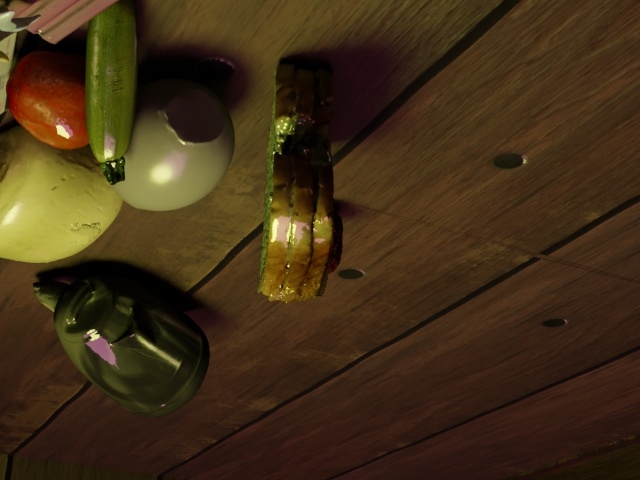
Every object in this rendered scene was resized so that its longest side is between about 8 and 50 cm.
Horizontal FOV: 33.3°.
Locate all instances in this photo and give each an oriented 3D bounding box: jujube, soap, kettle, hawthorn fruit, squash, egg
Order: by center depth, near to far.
[{"bbox_3d":[-0.294,-0.315,1.240,0.203,0.065,0.122,-21,145,38],"label":"soap"},{"bbox_3d":[-0.266,-0.197,1.359,0.066,0.066,0.252,4,112,-6],"label":"squash"},{"bbox_3d":[-0.351,-0.191,1.428,0.138,0.132,0.133,18,151,-11],"label":"hawthorn fruit"},{"bbox_3d":[-0.219,-0.129,1.494,0.176,0.176,0.232,19,152,-31],"label":"egg"},{"bbox_3d":[0.000,0.000,1.801,0.077,0.129,0.077,2,150,1],"label":"jujube"},{"bbox_3d":[-0.421,0.172,2.121,0.321,0.228,0.324,22,162,35],"label":"kettle"}]

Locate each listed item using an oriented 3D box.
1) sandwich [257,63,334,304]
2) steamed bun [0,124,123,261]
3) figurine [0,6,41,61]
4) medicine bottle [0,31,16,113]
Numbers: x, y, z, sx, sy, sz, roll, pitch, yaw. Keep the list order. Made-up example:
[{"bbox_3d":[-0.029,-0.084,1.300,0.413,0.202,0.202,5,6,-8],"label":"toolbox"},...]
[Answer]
[{"bbox_3d":[-0.029,-0.080,1.482,0.095,0.273,0.249,4,152,-5],"label":"sandwich"},{"bbox_3d":[-0.435,-0.054,1.655,0.273,0.166,0.232,-24,145,29],"label":"steamed bun"},{"bbox_3d":[-0.422,-0.212,1.217,0.209,0.183,0.128,-19,-173,8],"label":"figurine"},{"bbox_3d":[-0.482,-0.190,1.400,0.052,0.171,0.201,42,146,2],"label":"medicine bottle"}]
